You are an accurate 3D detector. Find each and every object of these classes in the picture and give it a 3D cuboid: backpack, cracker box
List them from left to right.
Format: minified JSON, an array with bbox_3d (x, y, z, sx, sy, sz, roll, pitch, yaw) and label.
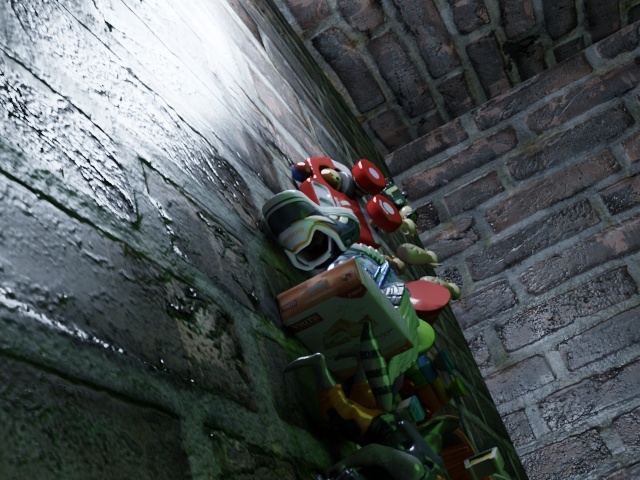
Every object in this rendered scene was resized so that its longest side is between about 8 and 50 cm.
[{"bbox_3d":[0.048,0.145,1.380,0.232,0.155,0.067,50,18,-43],"label":"cracker box"},{"bbox_3d":[0.097,0.106,1.710,0.173,0.117,0.158,53,37,-11],"label":"backpack"}]

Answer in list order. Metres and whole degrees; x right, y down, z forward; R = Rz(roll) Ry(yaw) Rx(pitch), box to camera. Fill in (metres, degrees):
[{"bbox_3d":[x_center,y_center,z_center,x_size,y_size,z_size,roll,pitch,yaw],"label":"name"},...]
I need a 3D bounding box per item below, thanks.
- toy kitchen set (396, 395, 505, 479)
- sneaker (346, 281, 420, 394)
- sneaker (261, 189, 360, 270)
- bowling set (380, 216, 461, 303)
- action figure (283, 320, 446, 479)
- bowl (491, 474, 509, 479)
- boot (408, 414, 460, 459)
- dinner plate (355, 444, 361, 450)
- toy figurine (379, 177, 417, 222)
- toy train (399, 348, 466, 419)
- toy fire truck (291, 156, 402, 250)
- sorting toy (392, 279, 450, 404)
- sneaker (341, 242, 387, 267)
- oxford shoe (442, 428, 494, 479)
[{"bbox_3d":[0.286,0.432,1.721,0.207,0.166,0.122,63,12,2],"label":"toy kitchen set"},{"bbox_3d":[0.144,0.219,1.540,0.129,0.111,0.297,51,43,-26],"label":"sneaker"},{"bbox_3d":[0.000,0.000,1.581,0.321,0.126,0.127,16,42,-59],"label":"sneaker"},{"bbox_3d":[0.212,0.084,2.036,0.154,0.200,0.287,14,42,-47],"label":"bowling set"},{"bbox_3d":[0.084,0.301,1.165,0.330,0.178,0.341,56,7,18],"label":"action figure"},{"bbox_3d":[0.428,0.675,1.929,0.080,0.170,0.170,112,-28,-42],"label":"bowl"},{"bbox_3d":[0.215,0.417,1.584,0.219,0.082,0.106,3,68,-41],"label":"boot"},{"bbox_3d":[0.100,0.394,1.392,0.141,0.017,0.141,59,12,-22],"label":"dinner plate"},{"bbox_3d":[0.170,-0.059,2.208,0.148,0.213,0.209,52,6,7],"label":"toy figurine"},{"bbox_3d":[0.296,0.388,1.915,0.248,0.143,0.105,59,13,-17],"label":"toy train"},{"bbox_3d":[0.045,-0.101,1.952,0.254,0.169,0.302,22,37,-43],"label":"toy fire truck"},{"bbox_3d":[0.200,0.242,1.766,0.365,0.127,0.126,-55,149,-49],"label":"sorting toy"},{"bbox_3d":[0.124,0.126,1.851,0.299,0.120,0.112,51,36,-26],"label":"sneaker"},{"bbox_3d":[0.375,0.606,1.827,0.364,0.130,0.133,66,6,17],"label":"oxford shoe"}]
